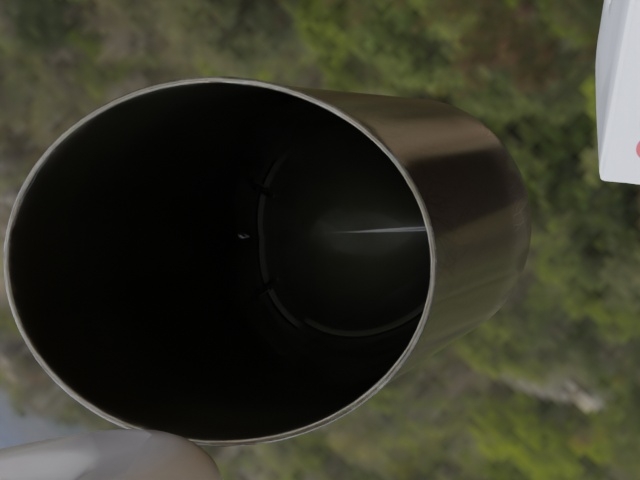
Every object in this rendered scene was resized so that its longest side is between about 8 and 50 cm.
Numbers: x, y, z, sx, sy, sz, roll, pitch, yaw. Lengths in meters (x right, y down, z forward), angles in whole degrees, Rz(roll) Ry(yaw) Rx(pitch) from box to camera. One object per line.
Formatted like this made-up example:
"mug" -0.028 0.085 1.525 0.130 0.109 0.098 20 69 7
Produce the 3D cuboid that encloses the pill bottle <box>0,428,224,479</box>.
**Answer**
"pill bottle" -0.101 0.292 0.730 0.229 0.229 0.408 179 76 -72

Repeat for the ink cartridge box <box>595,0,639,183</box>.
"ink cartridge box" 0.293 -0.124 1.074 0.272 0.114 0.197 7 134 4

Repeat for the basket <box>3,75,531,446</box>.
"basket" 0.000 0.000 0.929 0.204 0.154 0.227 -4 -177 25
